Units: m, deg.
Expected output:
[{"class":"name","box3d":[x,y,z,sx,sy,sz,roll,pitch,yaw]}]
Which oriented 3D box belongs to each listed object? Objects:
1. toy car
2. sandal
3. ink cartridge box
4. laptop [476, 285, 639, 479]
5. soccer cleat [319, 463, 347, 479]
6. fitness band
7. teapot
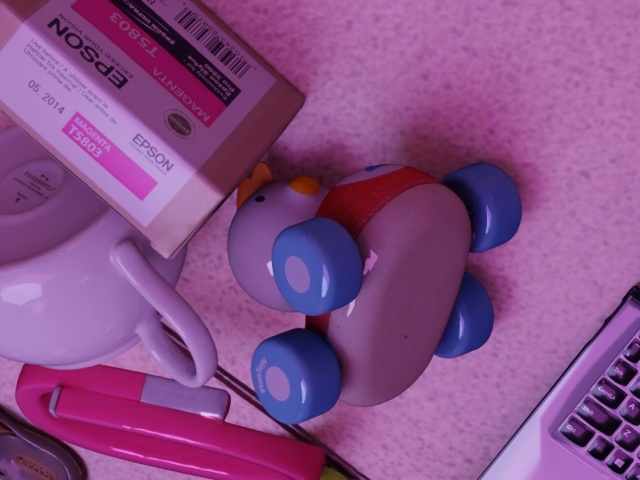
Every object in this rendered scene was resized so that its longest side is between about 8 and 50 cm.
[{"class":"toy car","box3d":[0.000,0.000,1.575,0.238,0.219,0.210,37,131,34]},{"class":"sandal","box3d":[-0.341,0.209,1.887,0.219,0.060,0.090,28,125,5]},{"class":"ink cartridge box","box3d":[-0.149,-0.127,1.531,0.234,0.193,0.088,42,124,-5]},{"class":"laptop","box3d":[0.359,0.223,1.492,0.382,0.236,0.408,36,112,0]},{"class":"soccer cleat","box3d":[-0.034,0.281,1.795,0.060,0.072,0.179,37,126,-1]},{"class":"fitness band","box3d":[-0.138,0.172,1.716,0.291,0.054,0.209,11,162,15]},{"class":"teapot","box3d":[-0.210,0.023,1.629,0.252,0.256,0.187,-14,128,13]}]
